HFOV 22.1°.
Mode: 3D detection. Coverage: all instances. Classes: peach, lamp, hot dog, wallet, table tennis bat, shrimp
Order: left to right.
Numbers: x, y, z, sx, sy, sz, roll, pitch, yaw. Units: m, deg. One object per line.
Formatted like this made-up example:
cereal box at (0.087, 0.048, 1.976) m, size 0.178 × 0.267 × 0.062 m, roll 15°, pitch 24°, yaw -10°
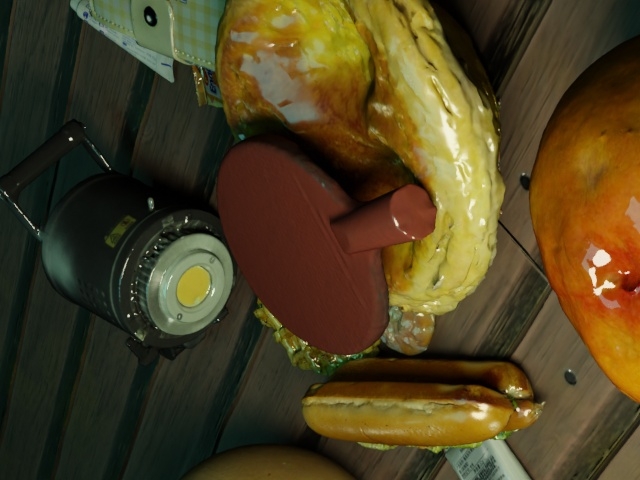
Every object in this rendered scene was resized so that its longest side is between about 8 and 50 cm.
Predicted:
lamp at (-0.256, 0.019, 2.312) m, size 0.374 × 0.205 × 0.272 m, roll 56°, pitch 156°, yaw -19°
wallet at (-0.186, -0.337, 2.078) m, size 0.309 × 0.077 × 0.223 m, roll 30°, pitch 123°, yaw 40°
table tennis bat at (0.000, 0.000, 1.761) m, size 0.268 × 0.051 × 0.414 m, roll 62°, pitch 153°, yaw -5°
shrimp at (0.088, 0.053, 1.995) m, size 0.101 × 0.042 × 0.190 m, roll 0°, pitch 109°, yaw 40°
hot dog at (0.122, 0.202, 1.960) m, size 0.337 × 0.135 × 0.100 m, roll -3°, pitch 107°, yaw 44°
peach at (0.329, -0.019, 1.370) m, size 0.343 × 0.301 × 0.343 m, roll 35°, pitch 139°, yaw 37°

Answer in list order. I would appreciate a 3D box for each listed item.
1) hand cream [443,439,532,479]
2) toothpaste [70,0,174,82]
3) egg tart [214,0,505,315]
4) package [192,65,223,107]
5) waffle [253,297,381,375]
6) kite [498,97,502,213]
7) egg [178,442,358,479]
hand cream at (0.257, 0.353, 1.973) m, size 0.341 × 0.077 × 0.124 m, roll 58°, pitch 148°, yaw 23°
toothpaste at (-0.277, -0.289, 2.294) m, size 0.218 × 0.033 × 0.052 m, roll 36°, pitch 140°, yaw 32°
egg tart at (0.066, -0.130, 1.770) m, size 0.443 × 0.178 × 0.443 m, roll 37°, pitch 142°, yaw 36°
package at (-0.131, -0.219, 2.133) m, size 0.120 × 0.031 × 0.108 m, roll 17°, pitch 123°, yaw 50°
waffle at (-0.012, 0.063, 2.145) m, size 0.291 × 0.051 × 0.291 m, roll 32°, pitch 135°, yaw 39°
kite at (0.141, -0.135, 1.830) m, size 0.244 × 0.006 × 0.198 m, roll 62°, pitch 148°, yaw 2°
egg at (-0.072, 0.431, 2.257) m, size 0.374 × 0.301 × 0.301 m, roll -10°, pitch 104°, yaw 52°
